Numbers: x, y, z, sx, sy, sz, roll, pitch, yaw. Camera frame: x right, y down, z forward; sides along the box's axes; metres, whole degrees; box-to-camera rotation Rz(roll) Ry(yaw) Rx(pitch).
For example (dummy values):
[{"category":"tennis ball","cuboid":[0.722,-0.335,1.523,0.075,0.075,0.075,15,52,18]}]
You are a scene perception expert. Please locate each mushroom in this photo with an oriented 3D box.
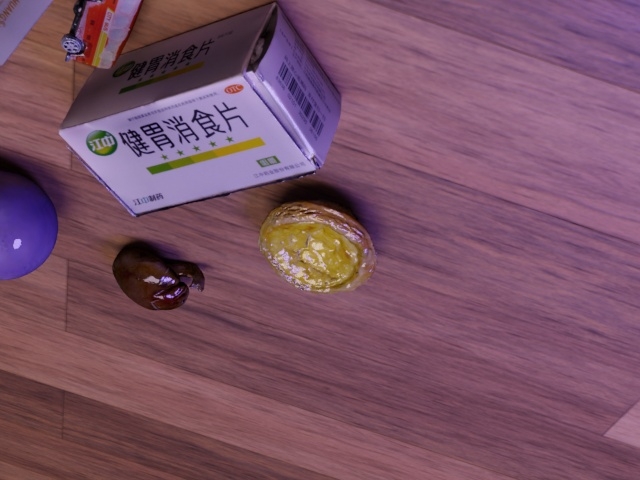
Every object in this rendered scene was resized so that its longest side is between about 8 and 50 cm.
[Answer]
[{"category":"mushroom","cuboid":[-0.271,0.069,1.698,0.170,0.080,0.135,3,150,23]}]

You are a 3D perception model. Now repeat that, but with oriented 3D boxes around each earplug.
[{"category":"earplug","cuboid":[-0.640,-0.047,1.608,0.455,0.215,0.215,9,142,4]}]

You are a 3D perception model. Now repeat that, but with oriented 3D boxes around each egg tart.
[{"category":"egg tart","cuboid":[0.000,0.000,1.512,0.191,0.074,0.191,11,141,9]}]

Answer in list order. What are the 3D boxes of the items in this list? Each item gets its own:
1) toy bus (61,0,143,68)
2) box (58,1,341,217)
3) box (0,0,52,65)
[{"category":"toy bus","cuboid":[-0.265,-0.290,1.258,0.077,0.079,0.174,20,142,-17]},{"category":"box","cuboid":[-0.152,-0.162,1.313,0.332,0.145,0.173,-11,136,32]},{"category":"box","cuboid":[-0.298,-0.317,1.105,0.067,0.233,0.149,33,140,-20]}]
